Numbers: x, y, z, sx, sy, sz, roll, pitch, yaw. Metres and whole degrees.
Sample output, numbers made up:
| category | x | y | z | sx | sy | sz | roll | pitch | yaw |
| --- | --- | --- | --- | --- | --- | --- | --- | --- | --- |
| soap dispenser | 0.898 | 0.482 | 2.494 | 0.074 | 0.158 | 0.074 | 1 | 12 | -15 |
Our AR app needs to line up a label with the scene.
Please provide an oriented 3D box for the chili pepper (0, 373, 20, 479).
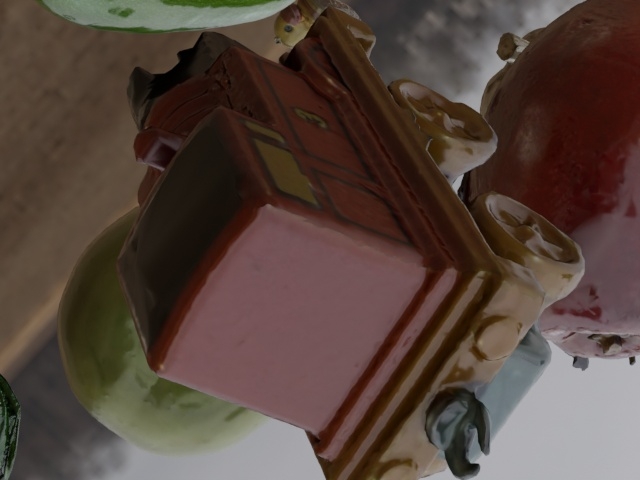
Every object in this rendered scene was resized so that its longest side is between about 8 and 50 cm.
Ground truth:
| category | x | y | z | sx | sy | sz | roll | pitch | yaw |
| --- | --- | --- | --- | --- | --- | --- | --- | --- | --- |
| chili pepper | -0.407 | 0.237 | 2.407 | 0.050 | 0.073 | 0.182 | 2 | 92 | -55 |

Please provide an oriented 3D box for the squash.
| category | x | y | z | sx | sy | sz | roll | pitch | yaw |
| --- | --- | --- | --- | --- | --- | --- | --- | --- | --- |
| squash | -0.104 | -0.202 | 1.410 | 0.107 | 0.107 | 0.395 | -46 | 166 | 25 |

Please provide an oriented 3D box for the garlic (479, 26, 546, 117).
| category | x | y | z | sx | sy | sz | roll | pitch | yaw |
| --- | --- | --- | --- | --- | --- | --- | --- | --- | --- |
| garlic | 0.244 | -0.151 | 1.948 | 0.219 | 0.212 | 0.218 | -17 | -127 | 24 |

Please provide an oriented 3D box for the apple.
| category | x | y | z | sx | sy | sz | roll | pitch | yaw |
| --- | --- | --- | --- | --- | --- | --- | --- | --- | --- |
| apple | -0.179 | 0.108 | 2.606 | 0.357 | 0.357 | 0.357 | -47 | -177 | 3 |

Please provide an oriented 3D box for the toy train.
| category | x | y | z | sx | sy | sz | roll | pitch | yaw |
| --- | --- | --- | --- | --- | --- | --- | --- | --- | --- |
| toy train | 0.000 | 0.000 | 1.087 | 0.163 | 0.232 | 0.369 | -55 | -149 | 19 |

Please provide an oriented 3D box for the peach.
| category | x | y | z | sx | sy | sz | roll | pitch | yaw |
| --- | --- | --- | --- | --- | --- | --- | --- | --- | --- |
| peach | 0.279 | -0.062 | 1.742 | 0.201 | 0.258 | 0.361 | 8 | -98 | 66 |

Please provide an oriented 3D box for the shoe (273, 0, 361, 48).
| category | x | y | z | sx | sy | sz | roll | pitch | yaw |
| --- | --- | --- | --- | --- | --- | --- | --- | --- | --- |
| shoe | -0.001 | -0.235 | 2.188 | 0.069 | 0.072 | 0.109 | -45 | 166 | 27 |

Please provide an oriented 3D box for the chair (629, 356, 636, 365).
| category | x | y | z | sx | sy | sz | roll | pitch | yaw |
| --- | --- | --- | --- | --- | --- | --- | --- | --- | --- |
| chair | 0.404 | 0.035 | 2.451 | 0.104 | 0.095 | 0.221 | 82 | -1 | -55 |
